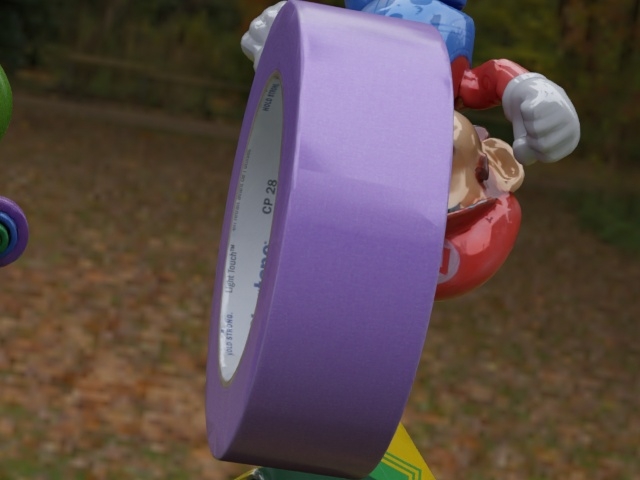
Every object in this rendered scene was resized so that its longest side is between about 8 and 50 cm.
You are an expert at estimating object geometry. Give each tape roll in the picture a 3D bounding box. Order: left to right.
[{"bbox_3d":[0.000,0.000,1.183,0.090,0.274,0.275,9,5,-9],"label":"tape roll"}]

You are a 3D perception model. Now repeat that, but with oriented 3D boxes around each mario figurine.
[{"bbox_3d":[0.060,-0.116,1.381,0.170,0.320,0.198,-1,-15,-28],"label":"mario figurine"}]

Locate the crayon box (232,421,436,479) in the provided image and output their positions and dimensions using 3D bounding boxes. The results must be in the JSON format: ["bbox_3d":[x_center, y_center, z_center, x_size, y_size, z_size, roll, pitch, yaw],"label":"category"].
[{"bbox_3d":[-0.107,0.280,1.480,0.363,0.106,0.313,-34,-11,17],"label":"crayon box"}]

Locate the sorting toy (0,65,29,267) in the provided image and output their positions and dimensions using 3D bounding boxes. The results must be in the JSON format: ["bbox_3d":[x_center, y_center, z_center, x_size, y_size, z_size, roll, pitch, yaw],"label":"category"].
[{"bbox_3d":[-0.346,-0.142,1.774,0.127,0.365,0.126,-21,10,-7],"label":"sorting toy"}]
